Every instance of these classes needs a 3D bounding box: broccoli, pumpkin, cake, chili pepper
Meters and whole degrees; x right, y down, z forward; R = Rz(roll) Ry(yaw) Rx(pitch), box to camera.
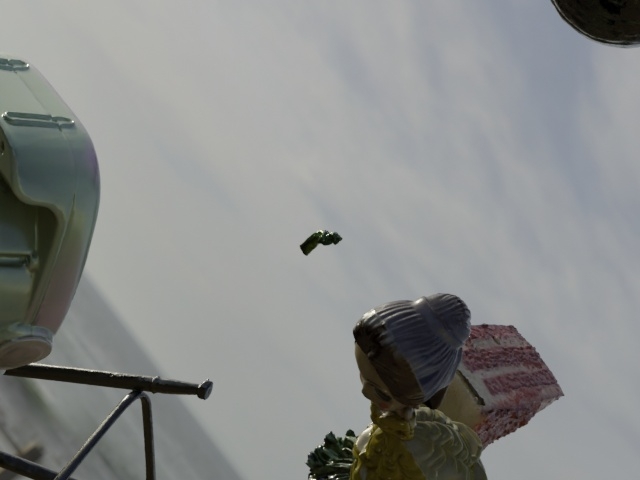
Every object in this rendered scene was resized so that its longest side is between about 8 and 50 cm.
[{"bbox_3d":[0.090,0.313,1.957,0.304,0.145,0.165,-28,-106,58],"label":"broccoli"},{"bbox_3d":[0.477,-0.410,2.159,0.238,0.315,0.315,44,-9,12],"label":"pumpkin"},{"bbox_3d":[0.213,0.226,2.136,0.262,0.160,0.158,1,45,-54],"label":"cake"},{"bbox_3d":[0.000,0.000,2.100,0.022,0.027,0.083,14,-22,-37],"label":"chili pepper"}]

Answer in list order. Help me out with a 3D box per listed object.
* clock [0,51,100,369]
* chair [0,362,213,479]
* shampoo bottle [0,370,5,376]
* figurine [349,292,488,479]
[{"bbox_3d":[-0.332,-0.004,1.472,0.108,0.324,0.265,1,29,-37],"label":"clock"},{"bbox_3d":[-0.415,0.359,2.098,0.410,0.365,0.362,20,-45,18],"label":"chair"},{"bbox_3d":[-0.426,0.095,2.025,0.051,0.221,0.108,35,20,19],"label":"shampoo bottle"},{"bbox_3d":[0.091,0.188,1.613,0.315,0.168,0.187,77,10,-46],"label":"figurine"}]
